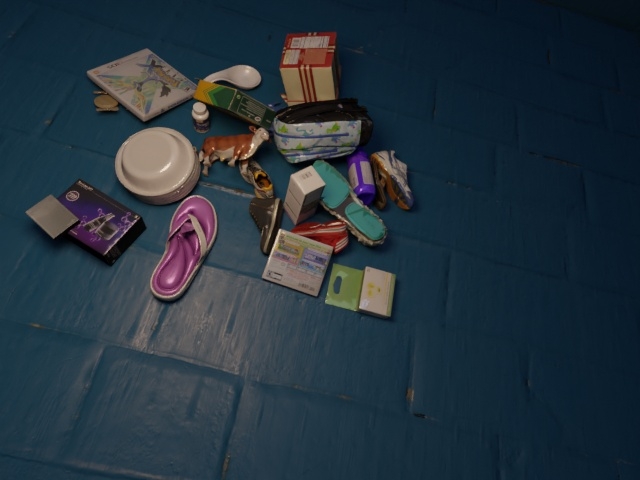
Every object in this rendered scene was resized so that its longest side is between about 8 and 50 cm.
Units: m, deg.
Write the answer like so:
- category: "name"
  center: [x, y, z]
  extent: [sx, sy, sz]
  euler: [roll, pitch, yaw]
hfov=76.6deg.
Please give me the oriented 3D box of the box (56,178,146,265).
- category: "box"
  center: [-0.772, -0.064, 1.389]
  extent: [0.262, 0.103, 0.184]
  euler: [30, 60, 3]

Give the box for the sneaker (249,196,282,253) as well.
- category: "sneaker"
  center: [-0.219, -0.058, 1.530]
  extent: [0.118, 0.083, 0.221]
  euler: [6, 71, 13]

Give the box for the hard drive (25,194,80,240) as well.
- category: "hard drive"
  center: [-0.861, -0.074, 1.307]
  extent: [0.135, 0.022, 0.094]
  euler: [40, 66, 7]

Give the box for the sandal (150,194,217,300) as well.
- category: "sandal"
  center: [-0.467, 0.009, 1.417]
  extent: [0.170, 0.102, 0.415]
  euler: [12, 63, -7]

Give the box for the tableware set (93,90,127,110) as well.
- category: "tableware set"
  center: [-0.810, -0.556, 1.650]
  extent: [0.195, 0.039, 0.128]
  euler: [-10, 56, -23]

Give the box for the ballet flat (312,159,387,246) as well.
- category: "ballet flat"
  center: [0.089, -0.128, 1.585]
  extent: [0.147, 0.147, 0.408]
  euler: [-38, 85, -25]

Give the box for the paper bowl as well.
- category: "paper bowl"
  center: [-0.598, -0.284, 1.479]
  extent: [0.285, 0.148, 0.283]
  euler: [1, 73, -2]

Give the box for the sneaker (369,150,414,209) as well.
- category: "sneaker"
  center: [0.334, -0.270, 1.721]
  extent: [0.131, 0.111, 0.296]
  euler: [-22, 72, -21]

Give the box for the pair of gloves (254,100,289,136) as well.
- category: "pair of gloves"
  center: [-0.209, -0.533, 1.778]
  extent: [0.160, 0.023, 0.197]
  euler: [2, 65, -13]

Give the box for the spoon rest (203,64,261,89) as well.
- category: "spoon rest"
  center: [-0.394, -0.707, 1.786]
  extent: [0.277, 0.084, 0.137]
  euler: [-25, 73, -21]

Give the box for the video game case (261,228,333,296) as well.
- category: "video game case"
  center: [-0.082, 0.081, 1.481]
  extent: [0.213, 0.023, 0.193]
  euler: [19, 81, -2]

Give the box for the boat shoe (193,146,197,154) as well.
- category: "boat shoe"
  center: [-0.534, -0.314, 1.591]
  extent: [0.049, 0.043, 0.137]
  euler: [36, 64, 4]

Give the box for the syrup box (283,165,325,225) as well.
- category: "syrup box"
  center: [-0.065, -0.162, 1.511]
  extent: [0.093, 0.236, 0.096]
  euler: [-30, 75, -23]

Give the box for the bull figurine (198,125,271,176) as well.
- category: "bull figurine"
  center: [-0.335, -0.346, 1.569]
  extent: [0.311, 0.101, 0.188]
  euler: [1, 60, 24]

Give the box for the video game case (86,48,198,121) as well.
- category: "video game case"
  center: [-0.728, -0.657, 1.687]
  extent: [0.329, 0.036, 0.300]
  euler: [38, 55, 9]

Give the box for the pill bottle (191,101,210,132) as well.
- category: "pill bottle"
  center: [-0.486, -0.500, 1.645]
  extent: [0.067, 0.120, 0.066]
  euler: [4, 65, -9]

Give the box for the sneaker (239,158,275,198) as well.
- category: "sneaker"
  center: [-0.245, -0.257, 1.596]
  extent: [0.088, 0.092, 0.225]
  euler: [-30, 69, -23]

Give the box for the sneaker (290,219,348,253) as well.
- category: "sneaker"
  center: [0.000, 0.000, 1.536]
  extent: [0.222, 0.127, 0.087]
  euler: [-3, 26, 22]

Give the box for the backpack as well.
- category: "backpack"
  center: [-0.014, -0.450, 1.644]
  extent: [0.356, 0.273, 0.290]
  euler: [-1, 38, -24]

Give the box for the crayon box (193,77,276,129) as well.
- category: "crayon box"
  center: [-0.354, -0.541, 1.605]
  extent: [0.323, 0.203, 0.083]
  euler: [31, 101, 40]

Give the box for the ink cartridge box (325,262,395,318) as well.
- category: "ink cartridge box"
  center: [0.151, 0.179, 1.500]
  extent: [0.236, 0.056, 0.170]
  euler: [16, 63, -7]

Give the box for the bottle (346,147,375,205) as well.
- category: "bottle"
  center: [0.163, -0.285, 1.686]
  extent: [0.093, 0.118, 0.282]
  euler: [0, 60, -11]

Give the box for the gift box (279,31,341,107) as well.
- category: "gift box"
  center: [-0.051, -0.739, 1.787]
  extent: [0.277, 0.258, 0.254]
  euler: [7, 64, 13]

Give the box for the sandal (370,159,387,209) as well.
- category: "sandal"
  center: [0.245, -0.231, 1.697]
  extent: [0.060, 0.090, 0.219]
  euler: [-5, 65, -25]
